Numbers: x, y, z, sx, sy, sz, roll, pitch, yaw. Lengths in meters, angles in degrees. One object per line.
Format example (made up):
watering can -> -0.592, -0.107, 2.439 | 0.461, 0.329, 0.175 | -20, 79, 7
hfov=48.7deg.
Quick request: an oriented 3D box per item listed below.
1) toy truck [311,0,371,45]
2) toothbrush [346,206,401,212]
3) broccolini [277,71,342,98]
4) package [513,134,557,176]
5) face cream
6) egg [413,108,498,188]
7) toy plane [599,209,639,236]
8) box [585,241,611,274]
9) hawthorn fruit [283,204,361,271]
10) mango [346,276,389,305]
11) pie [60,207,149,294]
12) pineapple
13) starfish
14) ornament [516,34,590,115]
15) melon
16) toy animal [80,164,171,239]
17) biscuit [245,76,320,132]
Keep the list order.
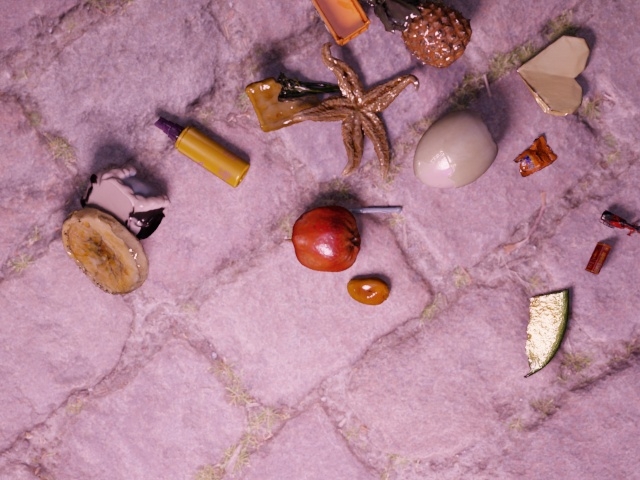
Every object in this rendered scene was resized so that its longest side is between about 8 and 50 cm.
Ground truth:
toy truck -> 0.016, -0.634, 1.807 | 0.114, 0.135, 0.270 | -32, 91, 4
toothbrush -> 0.107, -0.081, 1.891 | 0.219, 0.019, 0.016 | 0, 88, 3
broccolini -> -0.025, -0.408, 1.860 | 0.201, 0.058, 0.074 | -4, 79, 1
package -> 0.561, -0.218, 1.856 | 0.111, 0.033, 0.077 | -33, 81, -1
face cream -> -0.319, -0.244, 1.872 | 0.273, 0.078, 0.078 | 33, 94, 0
egg -> 0.334, -0.223, 1.795 | 0.217, 0.183, 0.183 | -30, 91, 11
toy plane -> 0.783, -0.044, 1.844 | 0.145, 0.060, 0.037 | 24, 94, -14
box -> 0.727, 0.047, 1.853 | 0.023, 0.051, 0.082 | 24, 94, -1
hawthorn fruit -> 0.000, 0.000, 1.831 | 0.200, 0.179, 0.179 | -7, 93, 20
mango -> 0.127, 0.132, 1.882 | 0.114, 0.060, 0.080 | 13, 109, 0
pie -> -0.562, 0.035, 1.841 | 0.274, 0.055, 0.274 | 17, 131, 20
pineapple -> 0.201, -0.569, 1.751 | 0.364, 0.165, 0.165 | 29, 94, -19
starfish -> 0.103, -0.342, 1.837 | 0.327, 0.094, 0.375 | -37, 100, -3
ornament -> 0.598, -0.432, 1.835 | 0.180, 0.059, 0.201 | 10, 91, 3
melon -> 0.589, 0.245, 1.873 | 0.114, 0.053, 0.261 | 16, 93, 9
toy animal -> -0.505, -0.101, 1.846 | 0.204, 0.156, 0.208 | 42, 132, 2
biscuit -> -0.095, -0.359, 1.820 | 0.174, 0.183, 0.039 | -18, 57, 7
